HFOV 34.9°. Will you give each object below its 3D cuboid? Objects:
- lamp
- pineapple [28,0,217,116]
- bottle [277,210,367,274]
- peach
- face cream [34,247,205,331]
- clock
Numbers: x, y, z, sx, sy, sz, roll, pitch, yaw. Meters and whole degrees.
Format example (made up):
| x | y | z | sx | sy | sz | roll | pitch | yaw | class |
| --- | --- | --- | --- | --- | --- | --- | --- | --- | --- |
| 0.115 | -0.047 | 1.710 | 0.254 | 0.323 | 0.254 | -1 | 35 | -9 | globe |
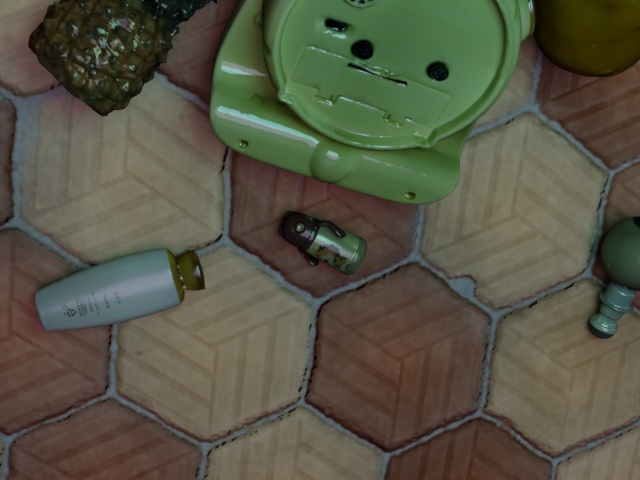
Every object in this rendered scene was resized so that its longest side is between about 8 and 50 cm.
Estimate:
| x | y | z | sx | sy | sz | roll | pitch | yaw | class |
| --- | --- | --- | --- | --- | --- | --- | --- | --- | --- |
| 0.369 | 0.052 | 1.235 | 0.091 | 0.091 | 0.163 | 12 | 118 | -15 | lamp |
| -0.168 | -0.242 | 1.015 | 0.248 | 0.128 | 0.128 | -44 | 110 | -2 | pineapple |
| -0.001 | 0.002 | 1.156 | 0.101 | 0.047 | 0.063 | 26 | 110 | -16 | bottle |
| 0.289 | -0.295 | 1.034 | 0.153 | 0.251 | 0.251 | 14 | 104 | 13 | peach |
| -0.219 | 0.055 | 1.122 | 0.182 | 0.051 | 0.072 | -15 | 107 | -6 | face cream |
| 0.064 | -0.206 | 0.999 | 0.286 | 0.117 | 0.348 | 16 | 132 | -15 | clock |
